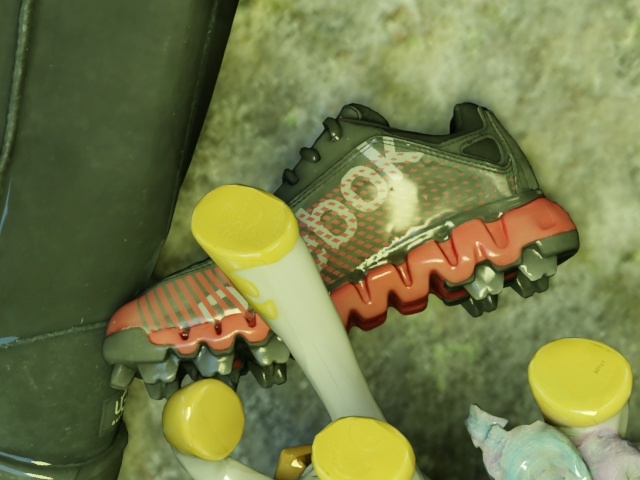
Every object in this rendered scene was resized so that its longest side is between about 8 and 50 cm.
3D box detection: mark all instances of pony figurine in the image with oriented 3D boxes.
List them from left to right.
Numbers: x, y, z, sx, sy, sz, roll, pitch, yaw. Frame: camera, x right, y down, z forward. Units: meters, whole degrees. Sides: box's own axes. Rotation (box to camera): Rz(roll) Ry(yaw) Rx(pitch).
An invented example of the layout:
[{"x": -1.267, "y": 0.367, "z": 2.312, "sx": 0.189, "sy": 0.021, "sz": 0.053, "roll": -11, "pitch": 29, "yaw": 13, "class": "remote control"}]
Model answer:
[{"x": 0.084, "y": 0.164, "z": 0.952, "sx": 0.351, "sy": 0.363, "sz": 0.303, "roll": 24, "pitch": 63, "yaw": 26, "class": "pony figurine"}]

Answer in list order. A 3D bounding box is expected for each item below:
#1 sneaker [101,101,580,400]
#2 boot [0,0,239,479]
[{"x": 0.000, "y": 0.000, "z": 1.069, "sx": 0.276, "sy": 0.097, "sz": 0.135, "roll": -19, "pitch": 80, "yaw": -5, "class": "sneaker"}, {"x": -0.243, "y": -0.095, "z": 1.082, "sx": 0.367, "sy": 0.146, "sz": 0.445, "roll": 16, "pitch": 115, "yaw": 2, "class": "boot"}]
